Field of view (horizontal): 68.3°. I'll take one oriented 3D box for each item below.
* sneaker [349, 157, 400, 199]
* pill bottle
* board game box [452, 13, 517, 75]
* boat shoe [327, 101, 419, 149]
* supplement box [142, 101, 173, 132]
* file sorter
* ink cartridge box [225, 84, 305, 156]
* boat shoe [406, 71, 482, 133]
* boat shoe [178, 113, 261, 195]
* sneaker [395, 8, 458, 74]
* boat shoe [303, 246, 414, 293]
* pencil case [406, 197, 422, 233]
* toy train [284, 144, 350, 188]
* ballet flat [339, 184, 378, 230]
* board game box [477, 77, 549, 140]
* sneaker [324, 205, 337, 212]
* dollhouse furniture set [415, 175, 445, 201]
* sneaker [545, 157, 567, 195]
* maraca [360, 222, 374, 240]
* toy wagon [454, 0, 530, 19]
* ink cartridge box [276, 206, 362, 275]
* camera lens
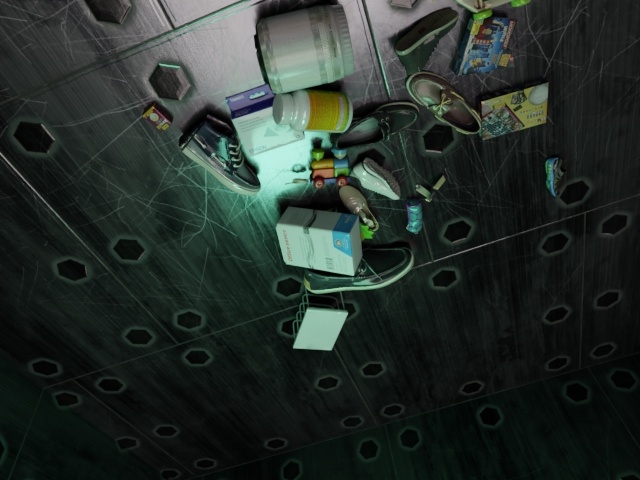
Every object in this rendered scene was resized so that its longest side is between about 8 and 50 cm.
[{"bbox_3d":[0.222,-0.231,1.856,0.235,0.090,0.095,36,129,-27],"label":"sneaker"},{"bbox_3d":[-0.028,-0.431,1.568,0.246,0.136,0.136,-5,132,-26],"label":"pill bottle"},{"bbox_3d":[0.563,-0.643,1.566,0.194,0.060,0.194,1,129,-10],"label":"board game box"},{"bbox_3d":[0.194,-0.398,1.681,0.340,0.113,0.127,-10,131,0],"label":"boat shoe"},{"bbox_3d":[-0.552,-0.419,1.602,0.055,0.043,0.083,-36,126,18],"label":"supplement box"},{"bbox_3d":[-0.013,0.367,2.250,0.193,0.173,0.277,7,128,-15],"label":"file sorter"},{"bbox_3d":[-0.190,-0.423,1.650,0.223,0.045,0.224,-17,130,7],"label":"ink cartridge box"},{"bbox_3d":[0.443,-0.480,1.660,0.324,0.096,0.116,26,122,-26],"label":"boat shoe"},{"bbox_3d":[-0.320,-0.299,1.674,0.340,0.127,0.158,33,129,-29],"label":"boat shoe"},{"bbox_3d":[0.352,-0.646,1.535,0.222,0.083,0.118,-32,146,9],"label":"sneaker"},{"bbox_3d":[0.160,0.111,2.059,0.500,0.186,0.156,-10,136,7],"label":"boat shoe"},{"bbox_3d":[0.393,-0.105,1.987,0.070,0.064,0.151,-21,131,-12],"label":"pencil case"},{"bbox_3d":[-0.015,-0.278,1.763,0.248,0.105,0.143,-5,123,-4],"label":"toy train"},{"bbox_3d":[0.163,-0.124,1.926,0.086,0.086,0.248,-31,127,17],"label":"ballet flat"},{"bbox_3d":[0.705,-0.479,1.733,0.243,0.042,0.165,-15,130,4],"label":"board game box"},{"bbox_3d":[0.035,-0.115,1.948,0.035,0.031,0.083,33,118,-29],"label":"sneaker"},{"bbox_3d":[0.448,-0.229,1.928,0.081,0.091,0.114,39,95,12],"label":"dollhouse furniture set"},{"bbox_3d":[0.974,-0.259,1.939,0.078,0.067,0.188,-14,127,12],"label":"sneaker"},{"bbox_3d":[0.133,-0.029,1.974,0.186,0.099,0.127,-13,141,35],"label":"maraca"},{"bbox_3d":[0.475,-0.803,1.391,0.344,0.068,0.267,-18,117,7],"label":"toy wagon"},{"bbox_3d":[0.000,0.000,1.901,0.307,0.129,0.223,9,133,20],"label":"ink cartridge box"},{"bbox_3d":[-0.052,-0.577,1.428,0.274,0.219,0.219,-12,130,2],"label":"camera lens"}]
